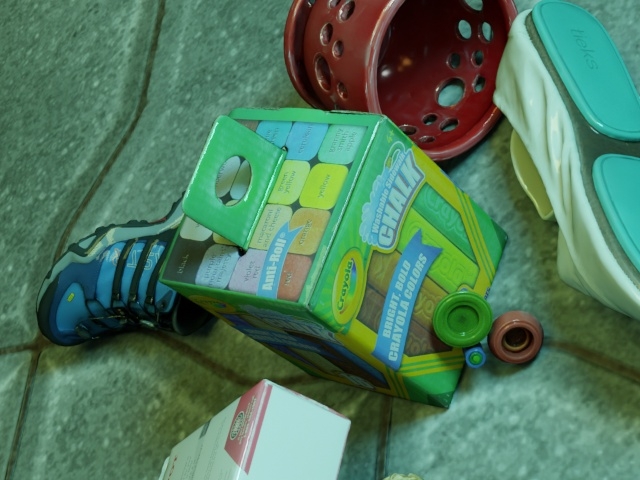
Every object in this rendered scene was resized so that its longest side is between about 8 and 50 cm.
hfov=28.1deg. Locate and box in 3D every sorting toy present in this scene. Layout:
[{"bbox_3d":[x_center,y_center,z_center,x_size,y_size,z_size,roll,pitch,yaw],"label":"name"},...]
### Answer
[{"bbox_3d":[0.140,0.075,1.098,0.042,0.102,0.061,-99,33,-71],"label":"sorting toy"}]

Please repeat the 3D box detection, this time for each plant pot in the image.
[{"bbox_3d":[0.068,-0.187,1.233,0.174,0.191,0.191,27,82,47],"label":"plant pot"}]

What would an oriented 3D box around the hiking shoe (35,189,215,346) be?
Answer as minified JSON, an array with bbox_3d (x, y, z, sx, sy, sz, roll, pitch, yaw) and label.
[{"bbox_3d":[-0.179,0.047,1.339,0.304,0.113,0.132,-30,49,21],"label":"hiking shoe"}]

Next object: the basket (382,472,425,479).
[{"bbox_3d":[0.027,0.319,0.935,0.213,0.223,0.299,29,85,45],"label":"basket"}]

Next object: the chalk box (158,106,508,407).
[{"bbox_3d":[0.000,0.000,1.102,0.179,0.289,0.180,8,70,41],"label":"chalk box"}]

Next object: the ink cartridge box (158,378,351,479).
[{"bbox_3d":[-0.075,0.233,1.084,0.218,0.092,0.158,-39,30,53],"label":"ink cartridge box"}]

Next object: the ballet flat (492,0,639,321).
[{"bbox_3d":[0.236,-0.039,1.071,0.139,0.139,0.400,-33,44,19],"label":"ballet flat"}]
